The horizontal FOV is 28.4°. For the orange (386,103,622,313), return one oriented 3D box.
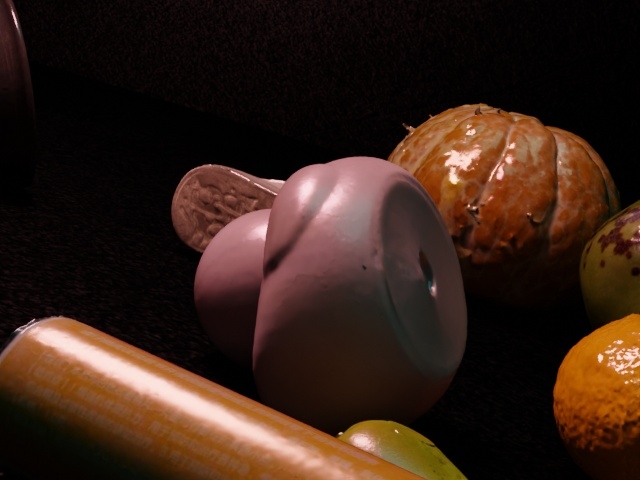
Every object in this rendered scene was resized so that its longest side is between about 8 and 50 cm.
[{"bbox_3d":[0.236,-0.043,1.645,0.329,0.249,0.329,13,8,-2],"label":"orange"}]

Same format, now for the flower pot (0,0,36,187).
[{"bbox_3d":[-0.416,-0.166,1.429,0.148,0.235,0.235,-9,20,-24],"label":"flower pot"}]

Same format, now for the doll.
[{"bbox_3d":[-0.008,0.046,0.973,0.221,0.221,0.251,16,37,-2],"label":"doll"}]

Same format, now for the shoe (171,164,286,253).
[{"bbox_3d":[0.000,0.000,1.395,0.316,0.124,0.159,20,3,19],"label":"shoe"}]

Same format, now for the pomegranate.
[{"bbox_3d":[0.414,0.049,1.388,0.254,0.270,0.254,24,34,-17],"label":"pomegranate"}]

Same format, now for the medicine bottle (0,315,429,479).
[{"bbox_3d":[0.018,0.145,0.587,0.426,0.108,0.108,21,10,27],"label":"medicine bottle"}]

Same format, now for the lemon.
[{"bbox_3d":[0.252,0.130,0.987,0.142,0.142,0.187,14,3,-16],"label":"lemon"}]

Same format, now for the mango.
[{"bbox_3d":[0.051,0.149,0.769,0.108,0.056,0.073,24,17,26],"label":"mango"}]
